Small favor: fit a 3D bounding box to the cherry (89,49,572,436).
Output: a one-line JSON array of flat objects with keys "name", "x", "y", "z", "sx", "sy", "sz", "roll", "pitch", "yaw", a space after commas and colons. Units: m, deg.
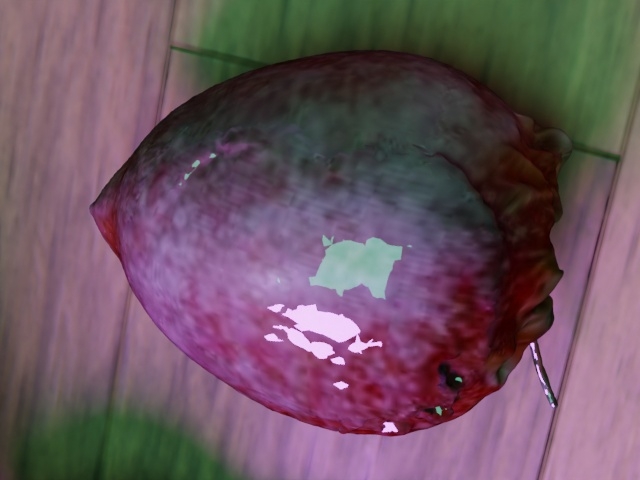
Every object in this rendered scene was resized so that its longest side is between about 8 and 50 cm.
[{"name": "cherry", "x": 0.000, "y": 0.000, "z": 0.941, "sx": 0.250, "sy": 0.175, "sz": 0.192, "roll": 10, "pitch": 120, "yaw": 15}]
